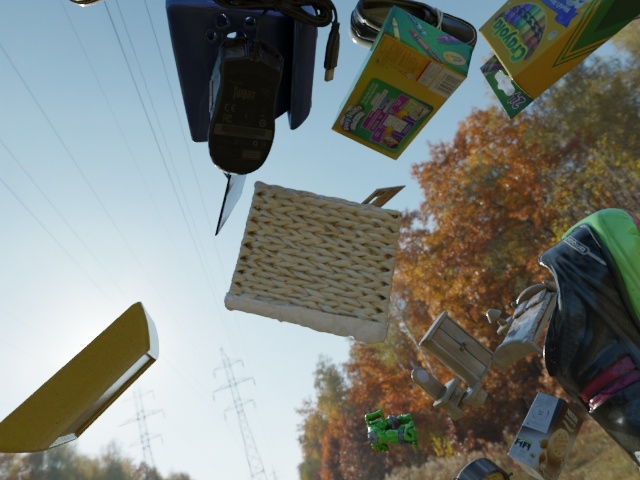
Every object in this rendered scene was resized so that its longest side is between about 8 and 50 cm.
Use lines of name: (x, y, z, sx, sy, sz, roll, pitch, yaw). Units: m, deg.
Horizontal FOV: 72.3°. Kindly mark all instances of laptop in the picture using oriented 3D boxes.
laptop: (-0.241, -0.192, 1.046, 0.136, 0.264, 0.234, -23, -23, -35)

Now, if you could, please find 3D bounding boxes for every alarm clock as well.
alarm clock: (0.336, 0.540, 0.955, 0.191, 0.064, 0.130, 25, -91, -32)

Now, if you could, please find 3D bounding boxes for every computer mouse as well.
computer mouse: (-0.070, -0.224, 0.622, 0.183, 0.060, 0.262, -5, -58, -23)

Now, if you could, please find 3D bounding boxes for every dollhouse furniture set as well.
dollhouse furniture set: (0.391, 0.208, 1.017, 0.303, 0.173, 0.356, -43, -13, -36)

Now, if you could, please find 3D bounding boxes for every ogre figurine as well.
ogre figurine: (0.176, 0.474, 1.100, 0.118, 0.097, 0.197, -8, 9, 4)

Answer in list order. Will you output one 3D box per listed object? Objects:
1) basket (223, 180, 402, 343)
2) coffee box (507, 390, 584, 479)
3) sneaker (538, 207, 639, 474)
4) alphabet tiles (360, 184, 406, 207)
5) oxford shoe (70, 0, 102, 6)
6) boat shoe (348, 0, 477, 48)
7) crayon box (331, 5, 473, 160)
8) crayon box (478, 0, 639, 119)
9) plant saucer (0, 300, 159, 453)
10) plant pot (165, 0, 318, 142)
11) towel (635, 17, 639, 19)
basket: (0.002, 0.046, 0.982, 0.330, 0.267, 0.328, 13, -1, 4)
coffee box: (0.750, 0.653, 1.456, 0.247, 0.141, 0.098, -53, 22, -18)
sneaker: (0.444, 0.196, 0.622, 0.185, 0.484, 0.202, 14, -29, -26)
alphabet tiles: (0.142, -0.094, 1.374, 0.237, 0.009, 0.198, -41, -14, 33)
oxford shoe: (-0.355, -0.579, 0.763, 0.396, 0.147, 0.140, -37, -75, 19)
boat shoe: (0.216, -0.471, 0.973, 0.302, 0.115, 0.091, 0, -9, -8)
crayon box: (0.146, -0.291, 0.867, 0.165, 0.081, 0.278, 24, -27, -9)
crayon box: (0.435, -0.412, 0.814, 0.083, 0.203, 0.323, 24, -49, -31)
plant saucer: (-0.458, 0.296, 0.900, 0.333, 0.081, 0.333, -46, -2, -24)
plant pot: (-0.122, -0.325, 0.725, 0.211, 0.236, 0.236, -3, -37, -8)
towel: (0.824, -0.555, 0.866, 0.243, 0.040, 0.336, -19, 2, -10)
